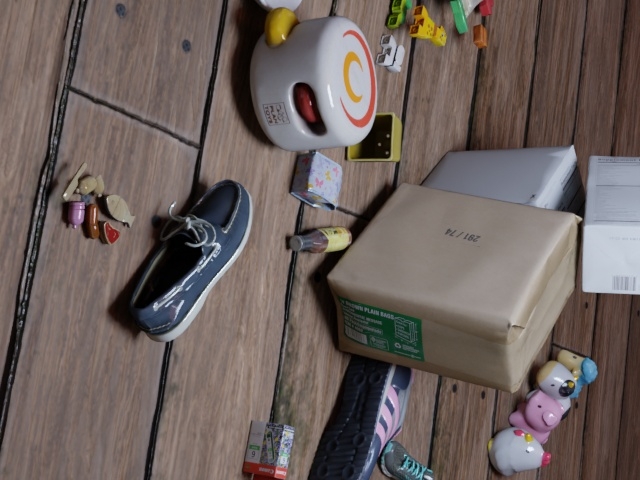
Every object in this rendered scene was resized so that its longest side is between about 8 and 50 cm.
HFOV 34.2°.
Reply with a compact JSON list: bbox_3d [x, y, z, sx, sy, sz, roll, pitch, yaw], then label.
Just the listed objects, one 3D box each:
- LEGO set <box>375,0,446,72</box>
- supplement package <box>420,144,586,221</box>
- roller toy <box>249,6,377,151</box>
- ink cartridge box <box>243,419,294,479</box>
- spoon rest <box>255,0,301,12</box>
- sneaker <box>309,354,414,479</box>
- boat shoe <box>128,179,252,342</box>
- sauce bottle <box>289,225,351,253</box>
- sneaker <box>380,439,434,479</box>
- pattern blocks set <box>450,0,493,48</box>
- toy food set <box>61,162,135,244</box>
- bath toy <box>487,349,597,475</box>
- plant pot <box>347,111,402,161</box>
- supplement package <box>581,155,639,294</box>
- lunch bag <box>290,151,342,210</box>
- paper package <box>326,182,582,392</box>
[{"bbox_3d":[0.180,-0.397,1.857,0.093,0.087,0.227,33,66,-48],"label":"LEGO set"},{"bbox_3d":[0.327,-0.061,1.914,0.204,0.262,0.145,-49,129,-42],"label":"supplement package"},{"bbox_3d":[-0.015,-0.231,1.545,0.209,0.146,0.191,26,64,-61],"label":"roller toy"},{"bbox_3d":[-0.080,0.328,1.538,0.029,0.063,0.115,28,69,-52],"label":"ink cartridge box"},{"bbox_3d":[-0.088,-0.454,1.496,0.137,0.084,0.276,-55,131,-37],"label":"spoon rest"},{"bbox_3d":[0.086,0.323,1.722,0.131,0.112,0.319,48,55,-39],"label":"sneaker"},{"bbox_3d":[-0.175,0.012,1.384,0.254,0.095,0.079,-58,145,-23],"label":"boat shoe"},{"bbox_3d":[0.000,0.000,1.657,0.128,0.042,0.042,-7,97,-55],"label":"sauce bottle"},{"bbox_3d":[0.166,0.414,1.863,0.166,0.076,0.065,55,48,-38],"label":"sneaker"},{"bbox_3d":[0.276,-0.504,1.955,0.325,0.026,0.285,-67,142,-53],"label":"pattern blocks set"},{"bbox_3d":[-0.283,-0.038,1.296,0.078,0.019,0.122,-64,145,-29],"label":"toy food set"},{"bbox_3d":[0.485,0.376,2.252,0.348,0.129,0.151,-41,123,-44],"label":"bath toy"},{"bbox_3d":[0.100,-0.170,1.763,0.083,0.081,0.081,8,84,-65],"label":"plant pot"},{"bbox_3d":[0.524,-0.031,1.782,0.244,0.139,0.134,-65,152,-53],"label":"supplement package"},{"bbox_3d":[-0.002,-0.092,1.646,0.083,0.053,0.071,25,68,-41],"label":"lunch bag"},{"bbox_3d":[0.222,0.069,1.702,0.309,0.325,0.168,-49,142,-43],"label":"paper package"}]
